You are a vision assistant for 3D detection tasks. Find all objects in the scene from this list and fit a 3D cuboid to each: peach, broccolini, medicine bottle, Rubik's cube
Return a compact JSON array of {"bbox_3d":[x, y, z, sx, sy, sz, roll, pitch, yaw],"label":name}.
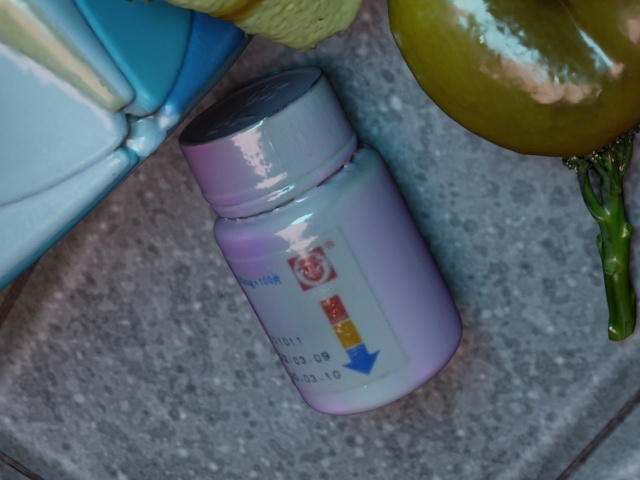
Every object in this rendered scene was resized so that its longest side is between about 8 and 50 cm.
[{"bbox_3d":[0.165,-0.184,1.109,0.251,0.153,0.251,5,114,10],"label":"peach"},{"bbox_3d":[0.224,-0.008,1.237,0.067,0.058,0.216,-1,118,14],"label":"broccolini"},{"bbox_3d":[0.000,0.000,1.254,0.152,0.152,0.255,-19,110,25],"label":"medicine bottle"},{"bbox_3d":[-0.274,-0.165,1.129,0.352,0.351,0.347,-37,103,27],"label":"Rubik's cube"}]

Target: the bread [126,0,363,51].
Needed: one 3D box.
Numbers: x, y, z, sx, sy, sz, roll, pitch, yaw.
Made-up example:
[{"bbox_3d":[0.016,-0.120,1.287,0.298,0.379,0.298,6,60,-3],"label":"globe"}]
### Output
[{"bbox_3d":[-0.092,-0.262,1.035,0.236,0.263,0.198,34,100,28],"label":"bread"}]
